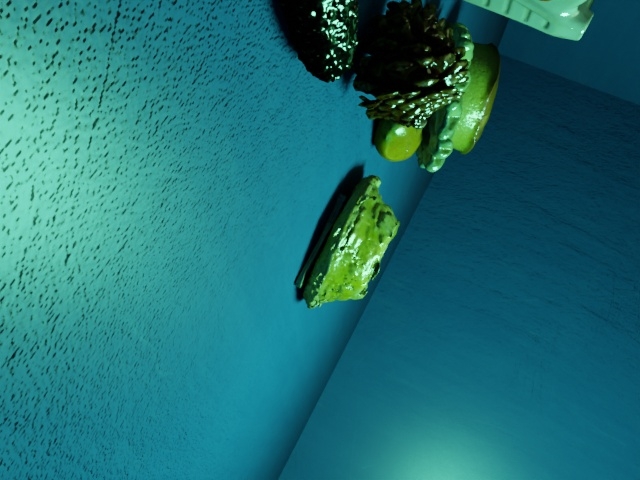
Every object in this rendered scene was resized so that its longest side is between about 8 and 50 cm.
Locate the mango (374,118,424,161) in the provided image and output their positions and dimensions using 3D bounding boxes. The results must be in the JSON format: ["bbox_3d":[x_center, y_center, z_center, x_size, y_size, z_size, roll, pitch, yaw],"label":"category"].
[{"bbox_3d":[0.157,-0.220,1.089,0.115,0.089,0.165,-52,163,-12],"label":"mango"}]

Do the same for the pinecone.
[{"bbox_3d":[0.119,-0.237,0.739,0.173,0.174,0.173,-60,167,-23],"label":"pinecone"}]

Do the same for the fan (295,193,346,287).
[{"bbox_3d":[0.000,0.000,1.026,0.193,0.016,0.038,-63,175,-1],"label":"fan"}]

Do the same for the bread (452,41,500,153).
[{"bbox_3d":[0.343,-0.351,1.341,0.270,0.148,0.269,-170,-90,-86],"label":"bread"}]

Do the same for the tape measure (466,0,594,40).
[{"bbox_3d":[0.210,-0.355,0.603,0.130,0.258,0.265,-62,168,-1],"label":"tape measure"}]

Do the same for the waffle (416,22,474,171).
[{"bbox_3d":[0.248,-0.302,1.144,0.309,0.056,0.291,-91,-171,-63],"label":"waffle"}]

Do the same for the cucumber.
[{"bbox_3d":[-0.001,-0.206,0.451,0.072,0.072,0.300,-63,168,-9],"label":"cucumber"}]

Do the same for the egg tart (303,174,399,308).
[{"bbox_3d":[0.074,0.020,1.119,0.315,0.120,0.315,-61,173,-14],"label":"egg tart"}]
